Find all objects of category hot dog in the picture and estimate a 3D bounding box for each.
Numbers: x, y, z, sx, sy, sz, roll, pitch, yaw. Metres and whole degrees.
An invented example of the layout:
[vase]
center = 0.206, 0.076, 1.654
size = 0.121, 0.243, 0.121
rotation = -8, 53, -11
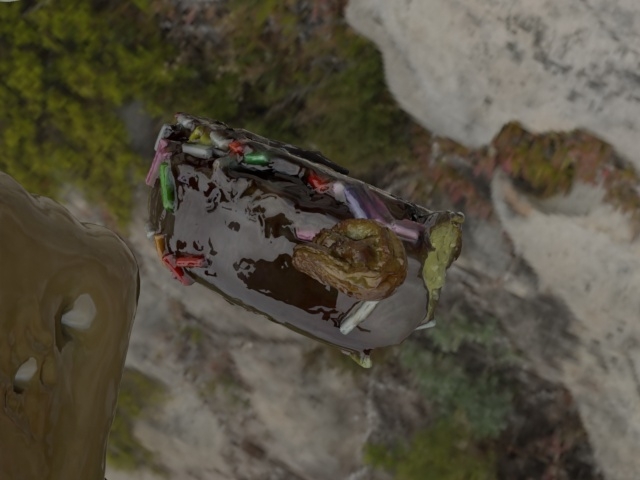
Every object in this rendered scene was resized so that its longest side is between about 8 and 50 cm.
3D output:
[hot dog]
center = 0.017, 0.010, 0.783
size = 0.083, 0.058, 0.035
rotation = 22, 130, 54

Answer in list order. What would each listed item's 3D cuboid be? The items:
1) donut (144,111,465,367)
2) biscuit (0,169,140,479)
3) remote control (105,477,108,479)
[donut]
center = -0.021, -0.008, 1.034
size = 0.259, 0.136, 0.345
rotation = 21, -176, 8
[biscuit]
center = -0.136, 0.125, 0.323
size = 0.044, 0.324, 0.217
rotation = 1, 164, 32
[remote control]
center = -0.115, 0.219, 0.819
size = 0.245, 0.063, 0.025
rotation = 38, 161, 29
